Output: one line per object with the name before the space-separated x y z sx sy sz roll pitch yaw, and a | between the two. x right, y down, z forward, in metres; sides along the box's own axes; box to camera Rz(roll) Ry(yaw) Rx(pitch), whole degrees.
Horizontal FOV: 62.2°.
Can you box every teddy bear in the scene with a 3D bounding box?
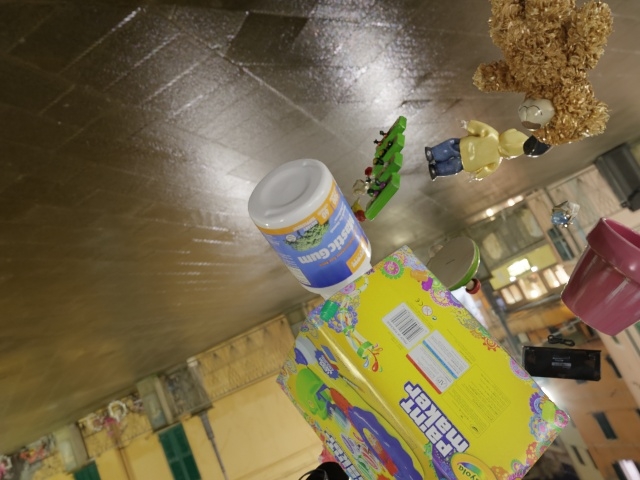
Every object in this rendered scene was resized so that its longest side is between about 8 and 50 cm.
teddy bear | 0.353 -0.313 0.865 0.245 0.338 0.113 19 -144 41

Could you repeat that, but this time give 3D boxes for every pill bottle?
pill bottle | 0.000 0.000 0.947 0.152 0.152 0.272 -26 131 9

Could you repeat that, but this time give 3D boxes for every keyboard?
keyboard | 0.599 0.289 1.321 0.180 0.108 0.023 0 -176 17

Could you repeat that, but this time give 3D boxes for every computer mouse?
computer mouse | 0.505 -0.233 1.128 0.071 0.041 0.242 -11 167 -7

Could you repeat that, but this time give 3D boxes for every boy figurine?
boy figurine | 0.439 -0.258 1.491 0.285 0.177 0.092 -14 -167 18

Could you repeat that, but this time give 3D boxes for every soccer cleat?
soccer cleat | 0.056 0.452 1.155 0.095 0.083 0.248 -26 154 -24

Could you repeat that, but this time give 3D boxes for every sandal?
sandal | -0.018 0.454 0.924 0.097 0.054 0.254 -9 -175 25

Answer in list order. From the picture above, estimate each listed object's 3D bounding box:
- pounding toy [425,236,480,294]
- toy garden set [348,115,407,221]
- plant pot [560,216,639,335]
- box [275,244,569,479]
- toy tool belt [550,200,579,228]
pounding toy | 0.414 0.095 1.613 0.237 0.110 0.183 -9 -129 63
toy garden set | 0.110 -0.142 1.183 0.049 0.244 0.204 25 136 -13
plant pot | 0.588 0.082 1.052 0.201 0.201 0.180 -7 133 -54
box | 0.111 0.217 0.734 0.177 0.290 0.279 -32 160 -29
toy tool belt | 0.527 -0.051 1.161 0.052 0.051 0.083 20 163 -1
